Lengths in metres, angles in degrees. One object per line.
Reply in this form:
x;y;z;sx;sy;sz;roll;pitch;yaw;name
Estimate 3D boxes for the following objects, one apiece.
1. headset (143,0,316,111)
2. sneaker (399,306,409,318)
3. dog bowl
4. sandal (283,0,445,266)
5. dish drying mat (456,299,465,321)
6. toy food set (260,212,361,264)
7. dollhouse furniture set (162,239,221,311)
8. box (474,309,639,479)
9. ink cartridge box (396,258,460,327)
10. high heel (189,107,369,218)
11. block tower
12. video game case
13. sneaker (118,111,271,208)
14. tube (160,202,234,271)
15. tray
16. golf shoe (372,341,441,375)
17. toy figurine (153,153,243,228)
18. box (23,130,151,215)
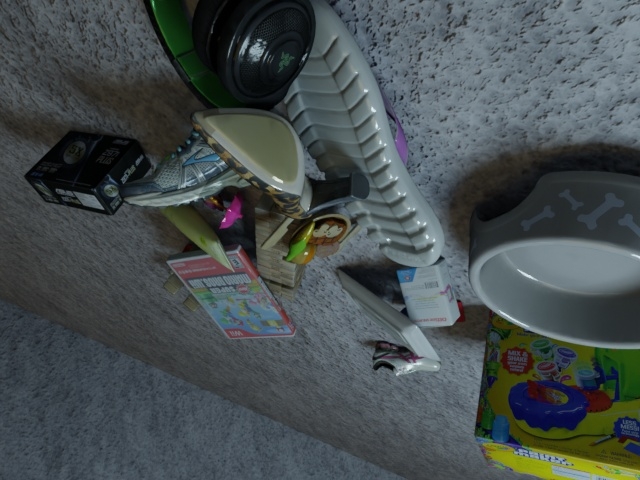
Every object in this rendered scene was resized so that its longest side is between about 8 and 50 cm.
-0.082;-0.290;0.485;0.243;0.185;0.394;56;155;-9;headset
0.213;0.138;0.970;0.084;0.058;0.152;37;142;-24;sneaker
0.391;0.050;0.668;0.349;0.102;0.349;20;154;11;dog bowl
0.067;-0.142;0.641;0.169;0.102;0.416;3;130;49;sandal
0.305;0.159;0.991;0.032;0.008;0.083;2;140;28;dish drying mat
0.000;0.000;0.809;0.192;0.038;0.132;6;138;-43;toy food set
-0.266;0.108;1.180;0.259;0.135;0.262;42;143;-8;dollhouse furniture set
0.473;0.297;0.843;0.290;0.279;0.177;-1;139;30;box
0.214;0.106;0.874;0.088;0.052;0.122;-12;94;36;ink cartridge box
-0.085;-0.090;0.600;0.261;0.093;0.186;20;163;-38;high heel
-0.077;0.004;0.924;0.091;0.097;0.335;18;144;6;block tower
-0.204;0.131;1.032;0.204;0.025;0.285;-9;128;27;video game case
-0.189;-0.132;0.715;0.283;0.110;0.122;-17;103;-8;sneaker
-0.259;-0.026;0.918;0.240;0.062;0.070;38;-162;34;tube
0.134;0.163;0.953;0.270;0.030;0.145;33;164;52;tray
0.235;0.340;1.211;0.186;0.086;0.067;5;141;22;golf shoe
-0.232;-0.091;0.886;0.173;0.130;0.159;21;163;44;toy figurine
-0.471;-0.141;0.903;0.180;0.147;0.077;12;144;17;box
